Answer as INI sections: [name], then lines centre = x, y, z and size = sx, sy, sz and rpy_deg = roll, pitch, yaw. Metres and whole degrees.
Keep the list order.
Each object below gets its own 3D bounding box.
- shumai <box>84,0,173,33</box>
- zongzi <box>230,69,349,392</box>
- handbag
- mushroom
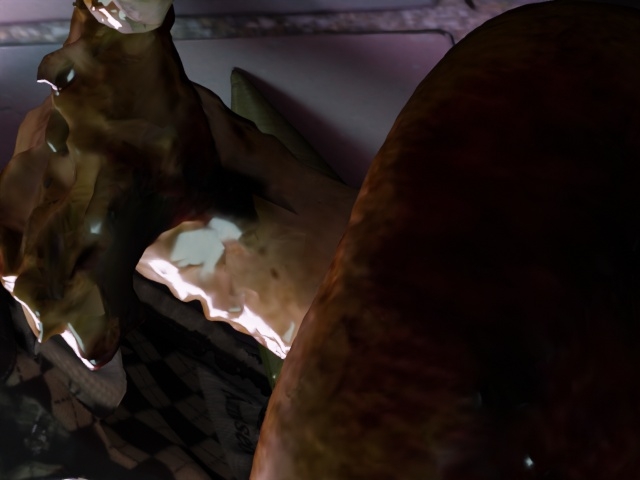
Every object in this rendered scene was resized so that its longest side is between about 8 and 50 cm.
[shumai]
centre = -0.064, -0.156, 0.596
size = 0.161, 0.153, 0.209
rpy_deg = 35, 147, -21
[zongzi]
centre = 0.002, -0.001, 0.919
size = 0.094, 0.204, 0.205
rpy_deg = -21, 179, 14
[handbag]
centre = -0.119, 0.117, 0.941
size = 0.416, 0.180, 0.317
rpy_deg = 26, -178, -23
[mushroom]
centre = 0.052, 0.059, 0.715
size = 0.356, 0.331, 0.334
rpy_deg = -4, 159, 25
